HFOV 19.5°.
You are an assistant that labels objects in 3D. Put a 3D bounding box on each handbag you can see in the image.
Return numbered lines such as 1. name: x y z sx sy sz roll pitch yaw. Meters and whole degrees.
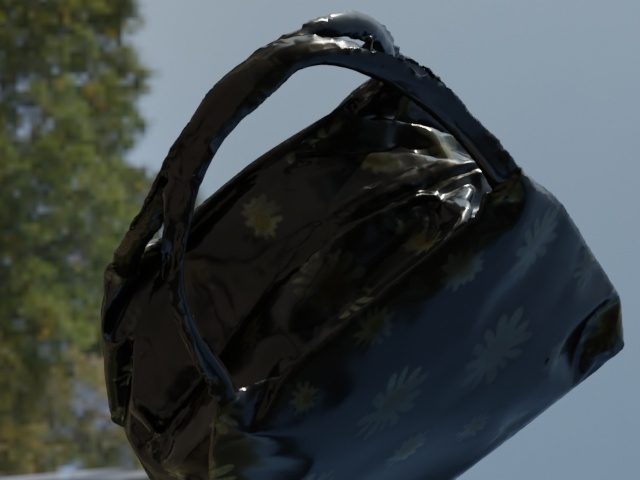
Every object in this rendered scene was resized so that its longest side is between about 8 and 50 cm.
1. handbag: 0.000 0.000 0.394 0.072 0.115 0.139 50 -11 31
